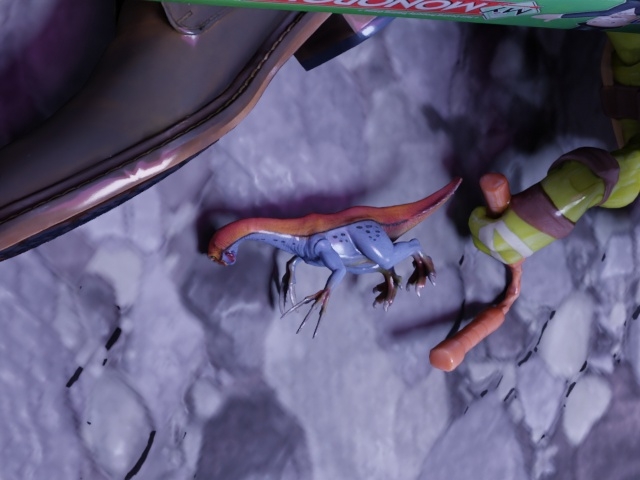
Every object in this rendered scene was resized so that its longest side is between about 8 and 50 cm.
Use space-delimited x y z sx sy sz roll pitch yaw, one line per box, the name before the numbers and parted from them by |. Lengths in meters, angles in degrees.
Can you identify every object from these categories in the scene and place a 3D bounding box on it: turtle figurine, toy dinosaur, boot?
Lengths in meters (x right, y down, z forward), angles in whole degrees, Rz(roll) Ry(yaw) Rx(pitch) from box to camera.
turtle figurine | 0.135 -0.070 0.688 0.269 0.087 0.217 -26 109 -30
toy dinosaur | 0.000 0.000 0.623 0.082 0.047 0.090 31 66 -26
boot | -0.059 -0.082 0.558 0.219 0.082 0.106 -38 99 -29

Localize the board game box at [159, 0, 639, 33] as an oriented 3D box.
board game box | 0.029 -0.234 0.557 0.213 0.046 0.317 -1 84 -30
